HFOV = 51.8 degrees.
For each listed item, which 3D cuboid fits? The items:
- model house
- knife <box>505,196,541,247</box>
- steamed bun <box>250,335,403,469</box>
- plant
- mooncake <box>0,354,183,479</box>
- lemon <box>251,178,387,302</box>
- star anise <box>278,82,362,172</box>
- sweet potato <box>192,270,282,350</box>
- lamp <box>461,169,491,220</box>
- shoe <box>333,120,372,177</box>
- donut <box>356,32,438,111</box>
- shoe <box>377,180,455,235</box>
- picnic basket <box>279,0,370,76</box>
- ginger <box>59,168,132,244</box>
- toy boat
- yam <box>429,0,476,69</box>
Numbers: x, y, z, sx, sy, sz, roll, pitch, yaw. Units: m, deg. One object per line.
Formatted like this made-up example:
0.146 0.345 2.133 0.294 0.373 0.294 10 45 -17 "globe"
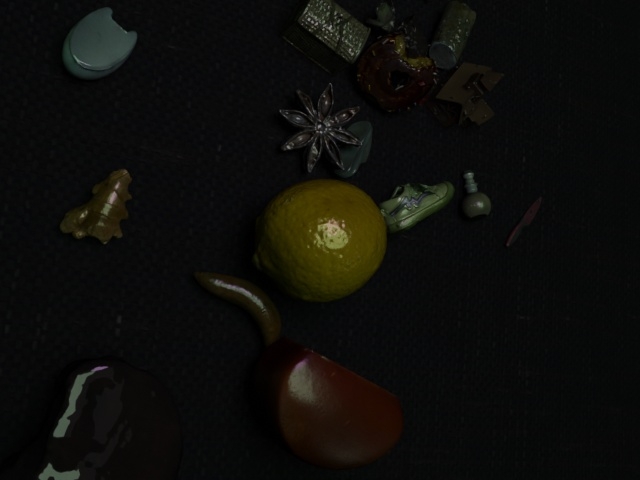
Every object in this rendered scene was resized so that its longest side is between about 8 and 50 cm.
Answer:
0.475 -0.442 1.984 0.176 0.248 0.180 46 67 -15 "model house"
0.673 -0.061 2.163 0.035 0.018 0.247 48 64 -11 "knife"
0.002 0.423 1.625 0.379 0.235 0.248 34 78 -27 "steamed bun"
0.222 -0.604 1.936 0.203 0.131 0.142 40 54 -18 "plant"
-0.475 0.451 1.394 0.350 0.212 0.381 47 63 -19 "mooncake"
0.002 0.000 1.648 0.336 0.336 0.335 4 81 -27 "lemon"
-0.002 -0.306 1.802 0.223 0.109 0.235 -5 98 -4 "star anise"
-0.172 0.177 1.669 0.108 0.079 0.346 -38 104 3 "sweet potato"
0.472 -0.145 2.041 0.091 0.091 0.163 1 69 -27 "lamp"
0.097 -0.248 1.874 0.078 0.079 0.195 57 49 -49 "shoe"
0.218 -0.481 1.889 0.230 0.216 0.095 21 43 -6 "donut"
0.276 -0.109 1.895 0.262 0.140 0.128 -36 110 -20 "shoe"
0.018 -0.580 1.821 0.196 0.154 0.134 33 69 -19 "picnic basket"
-0.498 -0.072 1.529 0.115 0.081 0.205 35 74 15 "ginger"
-0.535 -0.463 1.577 0.134 0.079 0.207 43 55 -24 "toy boat"
0.409 -0.640 2.059 0.107 0.107 0.194 30 72 -21 "yam"
